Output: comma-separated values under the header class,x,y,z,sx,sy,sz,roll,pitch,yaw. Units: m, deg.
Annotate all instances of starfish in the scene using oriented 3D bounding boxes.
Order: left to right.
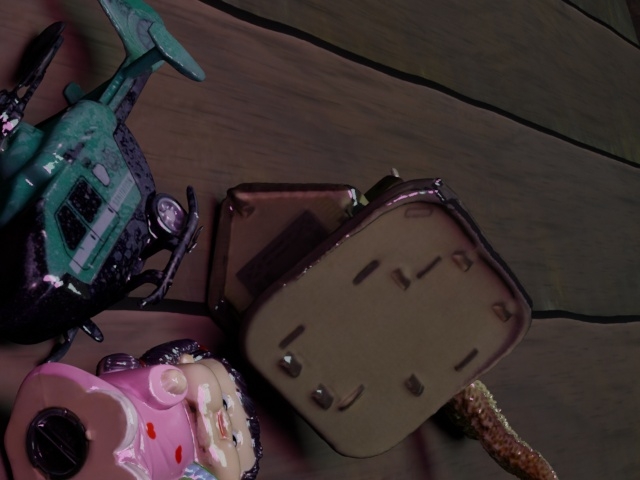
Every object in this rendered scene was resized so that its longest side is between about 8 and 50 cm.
class,x,y,z,sx,sy,sz,roll,pitch,yaw
starfish,0.121,0.095,1.595,0.358,0.078,0.347,63,3,-10

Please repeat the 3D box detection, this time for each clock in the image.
class,x,y,z,sx,sy,sz,roll,pitch,yaw
clock,-0.100,0.160,1.040,0.195,0.100,0.194,-8,83,-65

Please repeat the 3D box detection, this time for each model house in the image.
class,x,y,z,sx,sy,sz,roll,pitch,yaw
model house,0.000,0.000,1.357,0.218,0.205,0.278,51,0,-43

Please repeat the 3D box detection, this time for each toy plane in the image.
class,x,y,z,sx,sy,sz,roll,pitch,yaw
toy plane,-0.157,-0.052,1.083,0.155,0.106,0.381,48,34,-20
